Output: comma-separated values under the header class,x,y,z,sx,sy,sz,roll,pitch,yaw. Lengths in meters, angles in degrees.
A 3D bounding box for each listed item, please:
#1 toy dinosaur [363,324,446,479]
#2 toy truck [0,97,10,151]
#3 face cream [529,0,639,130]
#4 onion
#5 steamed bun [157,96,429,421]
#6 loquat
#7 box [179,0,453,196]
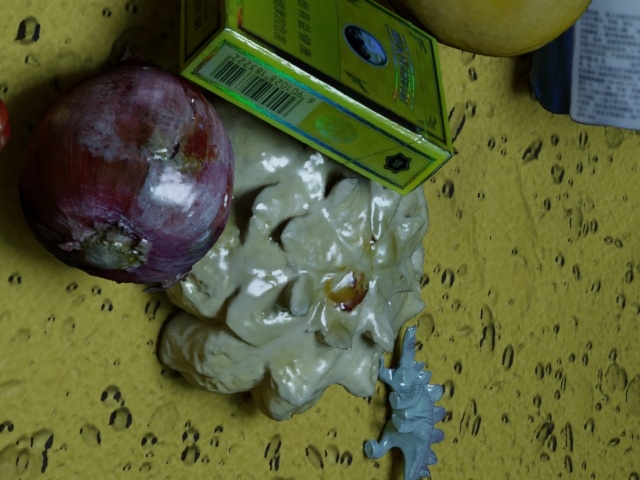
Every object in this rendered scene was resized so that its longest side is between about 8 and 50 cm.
class,x,y,z,sx,sy,sz,roll,pitch,yaw
toy dinosaur,0.081,0.177,1.697,0.082,0.039,0.209,-7,107,-46
toy truck,-0.338,-0.065,1.125,0.265,0.239,0.189,-87,159,-53
face cream,0.314,-0.221,1.663,0.249,0.249,0.225,-13,112,-42
onion,-0.137,-0.067,1.343,0.159,0.159,0.195,41,42,-44
steamed bun,0.000,0.000,1.498,0.295,0.137,0.292,-39,124,-28
loquat,0.138,-0.253,1.511,0.208,0.208,0.208,-15,112,-42
box,-0.003,-0.141,1.410,0.220,0.064,0.141,29,38,-30
